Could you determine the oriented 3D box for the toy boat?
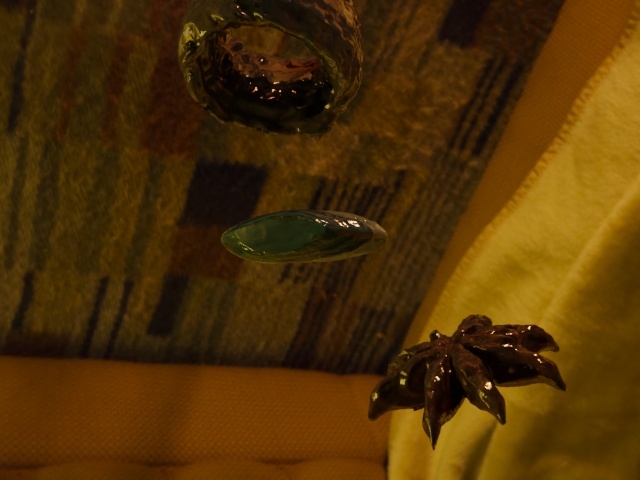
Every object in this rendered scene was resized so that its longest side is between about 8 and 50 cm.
[{"bbox_3d":[0.006,-0.001,0.520,0.149,0.105,0.034,3,87,-51],"label":"toy boat"}]

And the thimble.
[{"bbox_3d":[-0.062,-0.247,0.991,0.236,0.172,0.205,29,131,-27],"label":"thimble"}]

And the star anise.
[{"bbox_3d":[0.097,0.085,0.520,0.141,0.141,0.042,-23,106,-4],"label":"star anise"}]
